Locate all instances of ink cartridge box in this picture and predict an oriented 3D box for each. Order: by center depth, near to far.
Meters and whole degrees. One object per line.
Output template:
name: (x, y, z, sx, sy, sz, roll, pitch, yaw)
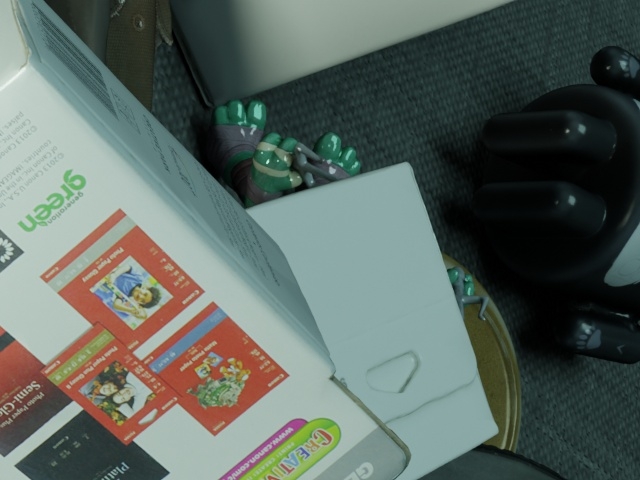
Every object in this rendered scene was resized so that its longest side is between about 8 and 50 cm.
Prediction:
ink cartridge box: (-0.162, 0.085, 0.815, 0.272, 0.309, 0.130, 47, 7, -30)
ink cartridge box: (-0.055, 0.074, 1.020, 0.171, 0.233, 0.168, -20, 92, -53)
ink cartridge box: (0.096, -0.255, 1.296, 0.395, 0.285, 0.166, -33, 103, -51)

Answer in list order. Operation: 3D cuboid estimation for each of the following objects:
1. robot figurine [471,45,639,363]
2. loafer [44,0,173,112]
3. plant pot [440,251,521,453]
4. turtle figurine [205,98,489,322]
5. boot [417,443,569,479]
robot figurine: (0.241, -0.028, 1.488, 0.278, 0.209, 0.173, 18, 25, -46)
loafer: (-0.157, -0.164, 1.098, 0.130, 0.134, 0.365, 40, 53, -67)
plant pot: (0.063, 0.116, 1.263, 0.236, 0.032, 0.236, 3, 86, -39)
turtle figurine: (0.000, 0.000, 1.153, 0.175, 0.118, 0.234, 41, 13, -34)
boot: (0.145, 0.211, 1.091, 0.223, 0.338, 0.118, -32, 133, -83)
